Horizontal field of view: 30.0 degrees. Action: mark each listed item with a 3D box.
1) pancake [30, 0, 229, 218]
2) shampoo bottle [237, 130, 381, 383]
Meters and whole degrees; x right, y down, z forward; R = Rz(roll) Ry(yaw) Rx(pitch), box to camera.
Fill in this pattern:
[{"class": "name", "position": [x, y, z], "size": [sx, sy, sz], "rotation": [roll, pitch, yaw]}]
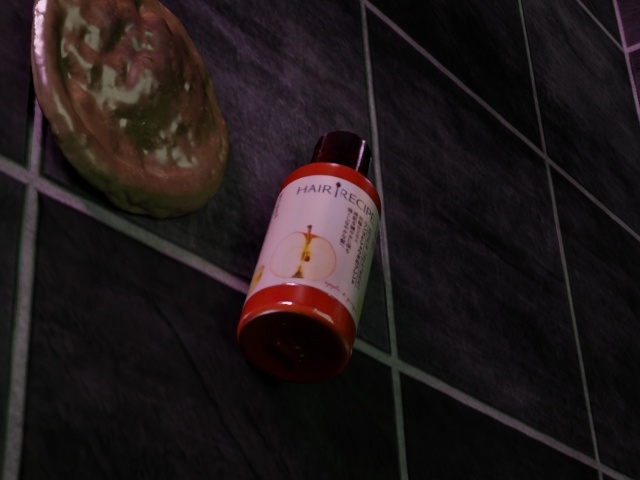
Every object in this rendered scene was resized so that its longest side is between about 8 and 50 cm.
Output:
[{"class": "pancake", "position": [-0.159, -0.130, 1.023], "size": [0.242, 0.050, 0.242], "rotation": [35, 44, -41]}, {"class": "shampoo bottle", "position": [0.000, 0.000, 1.135], "size": [0.104, 0.104, 0.278], "rotation": [49, 35, -29]}]
